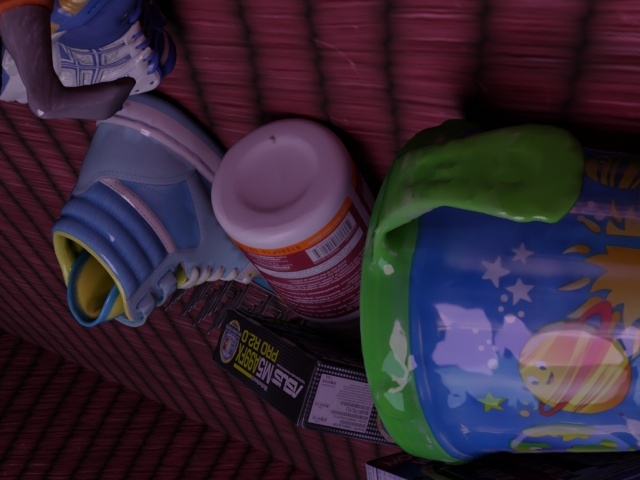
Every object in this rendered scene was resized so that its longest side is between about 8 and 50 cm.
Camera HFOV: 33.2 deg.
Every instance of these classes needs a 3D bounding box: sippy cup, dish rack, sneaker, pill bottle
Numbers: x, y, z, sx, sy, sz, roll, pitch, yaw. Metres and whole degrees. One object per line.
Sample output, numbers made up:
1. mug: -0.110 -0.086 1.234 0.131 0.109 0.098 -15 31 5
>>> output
1. sippy cup: 0.176 0.038 0.693 0.224 0.240 0.305 1 -171 32
2. dish rack: -0.133 0.082 1.411 0.271 0.074 0.208 31 160 -9
3. sneaker: -0.136 0.023 1.055 0.127 0.208 0.319 5 152 46
4. sneaker: -0.156 -0.170 0.786 0.131 0.112 0.296 12 167 -25
5. pill bottle: 0.000 0.000 0.948 0.121 0.121 0.221 16 158 29

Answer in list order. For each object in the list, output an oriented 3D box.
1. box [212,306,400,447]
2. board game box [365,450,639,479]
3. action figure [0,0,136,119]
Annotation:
1. box: 0.060 0.140 1.014 0.270 0.060 0.216 16 -179 -27
2. board game box: 0.140 0.179 0.793 0.194 0.060 0.194 -8 -174 -33
3. action figure: -0.219 -0.236 0.518 0.330 0.178 0.341 40 157 6
